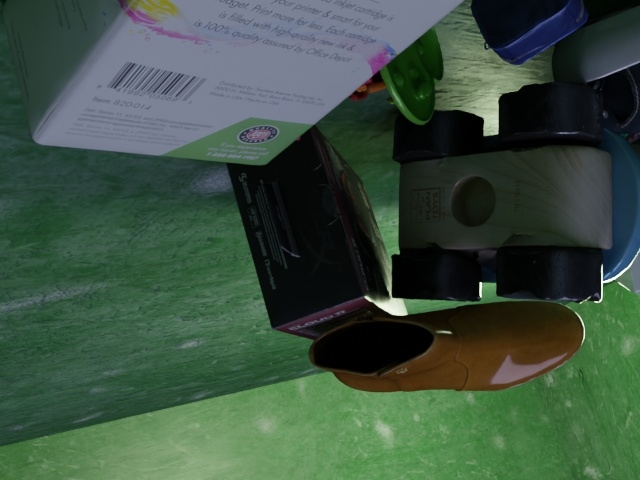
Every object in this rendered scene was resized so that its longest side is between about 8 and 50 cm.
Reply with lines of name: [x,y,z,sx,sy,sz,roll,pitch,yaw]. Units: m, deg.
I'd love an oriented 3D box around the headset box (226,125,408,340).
headset box: [0.000,0.000,0.860,0.110,0.218,0.293,-21,163,12]

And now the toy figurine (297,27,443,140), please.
toy figurine: [0.012,-0.151,0.655,0.159,0.130,0.173,-13,-168,28]

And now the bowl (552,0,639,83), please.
bowl: [0.316,-0.214,0.758,0.142,0.053,0.142,-20,-169,8]

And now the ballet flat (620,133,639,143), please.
ballet flat: [0.458,-0.189,1.032,0.079,0.077,0.221,-36,168,-6]

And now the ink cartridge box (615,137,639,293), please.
ink cartridge box: [0.562,-0.074,1.148,0.270,0.197,0.198,-20,-165,2]

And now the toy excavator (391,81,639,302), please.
toy excavator: [0.251,-0.030,0.976,0.433,0.222,0.445,-3,175,44]

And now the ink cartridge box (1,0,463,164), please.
ink cartridge box: [-0.023,-0.186,0.440,0.207,0.119,0.353,0,155,-45]

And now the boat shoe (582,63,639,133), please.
boat shoe: [0.352,-0.171,0.886,0.079,0.095,0.254,-10,-175,10]

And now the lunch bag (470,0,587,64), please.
lunch bag: [0.194,-0.211,0.677,0.098,0.067,0.065,-29,160,31]

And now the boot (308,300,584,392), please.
boot: [0.149,0.119,0.805,0.295,0.104,0.211,-13,164,13]
